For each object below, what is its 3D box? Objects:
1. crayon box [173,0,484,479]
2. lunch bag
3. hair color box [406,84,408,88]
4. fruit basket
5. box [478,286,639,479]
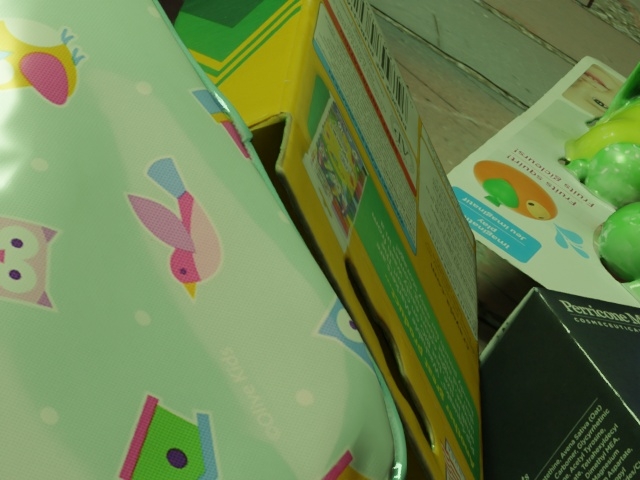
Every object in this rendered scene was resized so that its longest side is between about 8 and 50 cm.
[{"bbox_3d":[0.000,0.000,0.816,0.323,0.083,0.203,-83,150,-65],"label":"crayon box"},{"bbox_3d":[-0.126,0.012,0.540,0.224,0.108,0.279,-14,61,-37],"label":"lunch bag"},{"bbox_3d":[-0.017,-0.125,1.199,0.141,0.043,0.072,40,26,18],"label":"hair color box"},{"bbox_3d":[0.256,0.008,1.124,0.327,0.165,0.353,37,23,10],"label":"fruit basket"},{"bbox_3d":[0.173,0.133,0.862,0.153,0.108,0.207,11,32,-39],"label":"box"}]
